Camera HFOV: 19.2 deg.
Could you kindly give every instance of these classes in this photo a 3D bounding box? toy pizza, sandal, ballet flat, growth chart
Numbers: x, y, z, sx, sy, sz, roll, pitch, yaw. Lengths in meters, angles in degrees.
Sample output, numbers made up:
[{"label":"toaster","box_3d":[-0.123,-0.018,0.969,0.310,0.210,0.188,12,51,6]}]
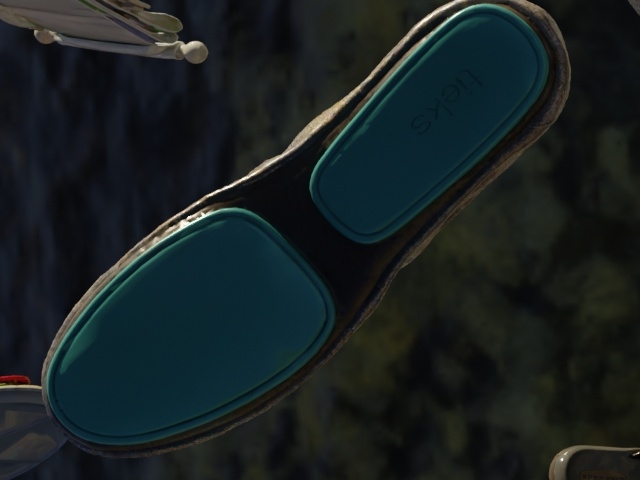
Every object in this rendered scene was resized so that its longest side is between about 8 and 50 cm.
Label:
[{"label":"toy pizza","box_3d":[-0.261,0.135,1.262,0.201,0.201,0.032,-46,58,49]},{"label":"sandal","box_3d":[0.321,0.220,1.765,0.060,0.219,0.090,128,145,-59]},{"label":"ballet flat","box_3d":[0.000,0.000,0.951,0.316,0.106,0.107,-37,86,8]},{"label":"growth chart","box_3d":[-0.172,-0.155,1.179,0.172,0.237,0.021,11,81,28]}]

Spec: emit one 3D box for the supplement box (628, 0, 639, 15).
[{"label":"supplement box","box_3d":[0.291,-0.267,1.807,0.036,0.098,0.062,-32,48,16]}]
